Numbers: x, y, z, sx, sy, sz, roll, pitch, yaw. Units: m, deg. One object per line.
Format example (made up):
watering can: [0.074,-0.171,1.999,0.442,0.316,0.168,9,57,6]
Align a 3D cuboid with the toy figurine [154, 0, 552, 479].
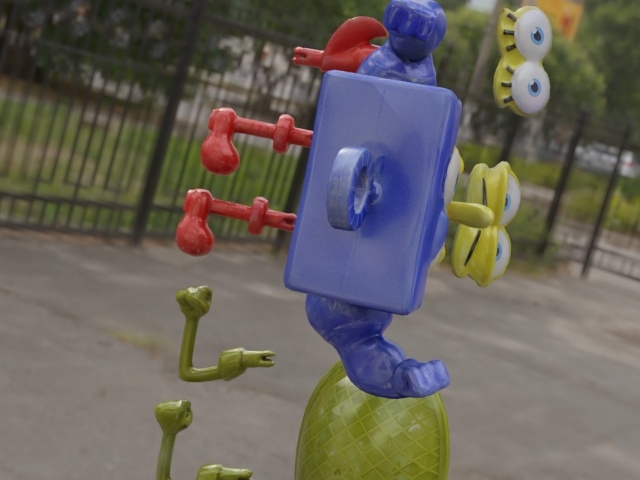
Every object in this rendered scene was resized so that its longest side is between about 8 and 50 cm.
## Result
toy figurine: [0.000,0.000,0.726,0.191,0.363,0.217,14,1,7]
